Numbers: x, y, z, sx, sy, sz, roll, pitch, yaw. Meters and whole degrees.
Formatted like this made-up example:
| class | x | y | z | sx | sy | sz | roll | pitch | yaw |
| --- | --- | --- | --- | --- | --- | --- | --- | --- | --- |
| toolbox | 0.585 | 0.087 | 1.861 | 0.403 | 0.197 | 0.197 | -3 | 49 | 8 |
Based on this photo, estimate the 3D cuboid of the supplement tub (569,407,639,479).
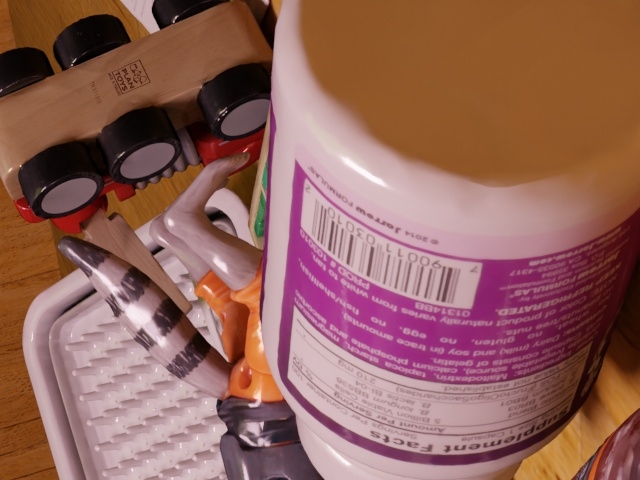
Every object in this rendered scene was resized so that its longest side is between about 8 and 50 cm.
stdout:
| class | x | y | z | sx | sy | sz | roll | pitch | yaw |
| --- | --- | --- | --- | --- | --- | --- | --- | --- | --- |
| supplement tub | 0.148 | 0.122 | 0.741 | 0.198 | 0.106 | 0.106 | 108 | 144 | -65 |

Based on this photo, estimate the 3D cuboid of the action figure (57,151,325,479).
| class | x | y | z | sx | sy | sz | roll | pitch | yaw |
| --- | --- | --- | --- | --- | --- | --- | --- | --- | --- |
| action figure | -0.037 | 0.121 | 1.228 | 0.330 | 0.179 | 0.341 | 66 | 159 | 0 |

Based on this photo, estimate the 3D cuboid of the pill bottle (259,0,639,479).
| class | x | y | z | sx | sy | sz | roll | pitch | yaw |
| --- | --- | --- | --- | --- | --- | --- | --- | --- | --- |
| pill bottle | 0.057 | 0.005 | 0.840 | 0.301 | 0.169 | 0.169 | 96 | 155 | -55 |

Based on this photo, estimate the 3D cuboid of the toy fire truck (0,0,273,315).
| class | x | y | z | sx | sy | sz | roll | pitch | yaw |
| --- | --- | --- | --- | --- | --- | --- | --- | --- | --- |
| toy fire truck | -0.126 | -0.052 | 1.415 | 0.158 | 0.217 | 0.246 | 62 | 172 | 23 |

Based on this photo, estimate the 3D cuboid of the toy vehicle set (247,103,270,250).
| class | x | y | z | sx | sy | sz | roll | pitch | yaw |
| --- | --- | --- | --- | --- | --- | --- | --- | --- | --- |
| toy vehicle set | 0.000 | 0.000 | 1.326 | 0.267 | 0.035 | 0.166 | 105 | 147 | -64 |

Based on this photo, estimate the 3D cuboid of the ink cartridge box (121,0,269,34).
| class | x | y | z | sx | sy | sz | roll | pitch | yaw |
| --- | --- | --- | --- | --- | --- | --- | --- | --- | --- |
| ink cartridge box | -0.120 | -0.246 | 1.494 | 0.239 | 0.060 | 0.275 | 48 | 162 | 4 |

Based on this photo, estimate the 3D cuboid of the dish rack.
| class | x | y | z | sx | sy | sz | roll | pitch | yaw |
| --- | --- | --- | --- | --- | --- | --- | --- | --- | --- |
| dish rack | -0.114 | 0.130 | 1.583 | 0.333 | 0.072 | 0.285 | -30 | 73 | 40 |
